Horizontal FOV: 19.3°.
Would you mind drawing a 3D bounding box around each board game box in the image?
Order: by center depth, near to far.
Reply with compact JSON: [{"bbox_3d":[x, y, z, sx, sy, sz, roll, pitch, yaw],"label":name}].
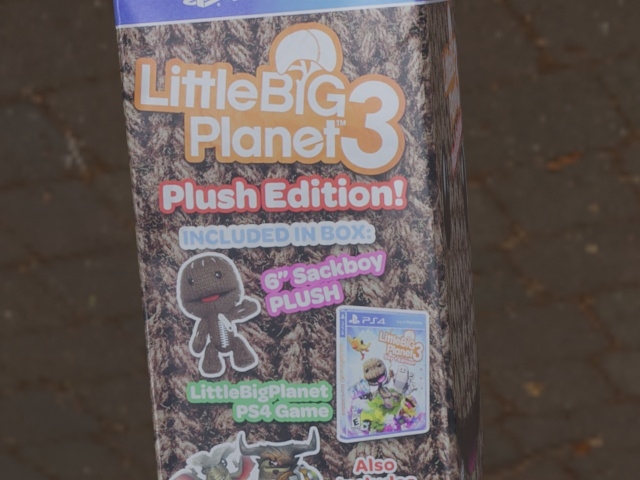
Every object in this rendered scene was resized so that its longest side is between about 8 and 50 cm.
[{"bbox_3d":[0.000,0.000,0.955,0.141,0.291,0.232,-3,-172,8],"label":"board game box"}]
